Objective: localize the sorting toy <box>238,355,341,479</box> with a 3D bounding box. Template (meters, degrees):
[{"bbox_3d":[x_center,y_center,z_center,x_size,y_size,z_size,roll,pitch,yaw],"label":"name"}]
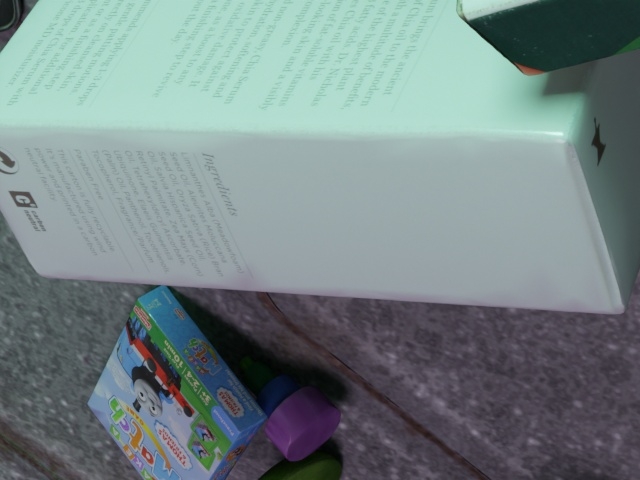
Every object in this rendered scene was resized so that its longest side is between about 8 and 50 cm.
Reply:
[{"bbox_3d":[-0.068,0.237,1.768,0.126,0.127,0.365,45,146,26],"label":"sorting toy"}]

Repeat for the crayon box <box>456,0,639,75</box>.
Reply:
[{"bbox_3d":[0.233,-0.222,0.945,0.318,0.202,0.081,-11,151,33],"label":"crayon box"}]

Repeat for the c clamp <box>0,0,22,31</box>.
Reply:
[{"bbox_3d":[-0.297,-0.224,1.420,0.160,0.022,0.137,13,145,15],"label":"c clamp"}]

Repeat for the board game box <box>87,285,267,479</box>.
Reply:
[{"bbox_3d":[-0.141,0.161,1.695,0.160,0.039,0.211,51,145,15],"label":"board game box"}]

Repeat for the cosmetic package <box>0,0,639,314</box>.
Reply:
[{"bbox_3d":[0.006,-0.094,1.223,0.453,0.230,0.161,3,136,28],"label":"cosmetic package"}]
